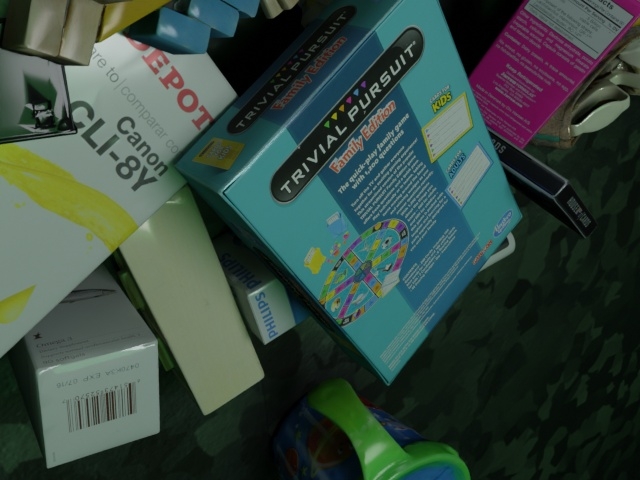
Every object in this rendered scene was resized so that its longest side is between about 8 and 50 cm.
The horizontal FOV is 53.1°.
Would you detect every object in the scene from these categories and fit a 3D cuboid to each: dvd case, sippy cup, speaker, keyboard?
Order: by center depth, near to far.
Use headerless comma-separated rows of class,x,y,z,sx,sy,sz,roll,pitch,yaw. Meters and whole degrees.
keyboard,-0.251,-0.080,0.405,0.180,0.023,0.108,-15,113,-29
dvd case,0.220,-0.100,0.787,0.030,0.239,0.179,-52,146,11
sippy cup,0.052,0.334,0.912,0.239,0.224,0.306,6,108,-37
speaker,0.239,0.025,1.008,0.136,0.055,0.055,-25,125,-23

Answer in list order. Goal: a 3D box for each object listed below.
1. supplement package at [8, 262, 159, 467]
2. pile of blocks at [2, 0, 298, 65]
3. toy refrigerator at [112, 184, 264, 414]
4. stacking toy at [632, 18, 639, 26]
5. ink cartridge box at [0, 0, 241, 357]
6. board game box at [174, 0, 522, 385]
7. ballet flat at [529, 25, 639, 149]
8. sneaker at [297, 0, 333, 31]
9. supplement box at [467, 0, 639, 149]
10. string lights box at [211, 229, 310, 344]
supplement package,-0.235,0.108,0.618,0.105,0.179,0.105,-11,118,-32
pile of blocks,-0.043,-0.218,0.449,0.362,0.112,0.149,-48,129,-23
toy refrigerator,-0.158,0.058,0.702,0.094,0.102,0.270,-31,127,-20
stacking toy,0.379,-0.393,0.796,0.350,0.351,0.480,11,123,-39
ink cartridge box,-0.287,-0.086,0.496,0.385,0.160,0.279,-45,131,-10
board game box,0.057,-0.044,0.632,0.254,0.079,0.336,-49,134,-12
ballet flat,0.449,-0.239,0.996,0.316,0.106,0.108,-41,130,-13
sneaker,-0.004,-0.259,0.647,0.208,0.127,0.319,18,91,-42
supplement box,0.269,-0.230,0.757,0.111,0.114,0.220,-49,176,-45
string lights box,0.000,0.000,0.767,0.259,0.133,0.077,-30,127,-21
